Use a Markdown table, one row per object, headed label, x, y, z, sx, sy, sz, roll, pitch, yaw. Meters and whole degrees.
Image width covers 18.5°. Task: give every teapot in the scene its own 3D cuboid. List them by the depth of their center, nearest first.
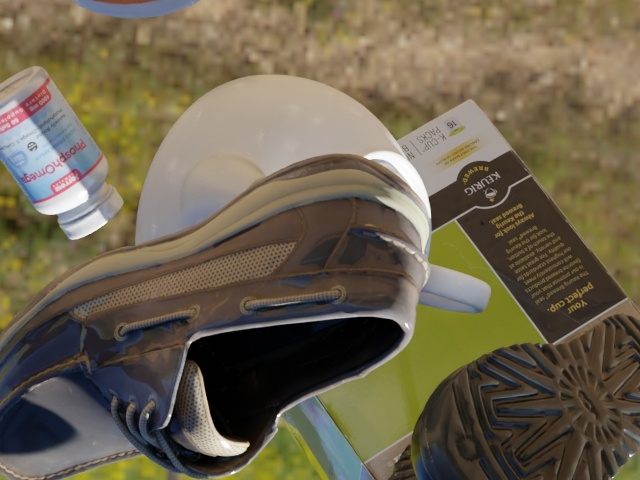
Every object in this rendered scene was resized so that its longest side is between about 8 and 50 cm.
| label | x | y | z | sx | sy | sz | roll | pitch | yaw |
| --- | --- | --- | --- | --- | --- | --- | --- | --- | --- |
| teapot | 0.000 | 0.000 | 1.481 | 0.187 | 0.252 | 0.256 | 13 | -143 | 35 |

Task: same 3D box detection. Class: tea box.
| label | x | y | z | sx | sy | sz | roll | pitch | yaw |
| --- | --- | --- | --- | --- | --- | --- | --- | --- | --- |
| tea box | 0.108 | 0.091 | 2.047 | 0.329 | 0.323 | 0.220 | -30 | 158 | -14 |

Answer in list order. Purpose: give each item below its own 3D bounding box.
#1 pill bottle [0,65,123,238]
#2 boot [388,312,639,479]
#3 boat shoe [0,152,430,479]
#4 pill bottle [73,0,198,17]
| label | x | y | z | sx | sy | sz | roll | pitch | yaw |
| --- | --- | --- | --- | --- | --- | --- | --- | --- | --- |
| pill bottle | -0.263 | -0.083 | 1.914 | 0.087 | 0.087 | 0.160 | -12 | 118 | 47 |
| boot | 0.124 | 0.190 | 1.583 | 0.260 | 0.131 | 0.348 | -37 | 165 | 34 |
| boat shoe | -0.087 | 0.075 | 1.233 | 0.355 | 0.130 | 0.132 | -32 | 130 | 27 |
| pill bottle | -0.213 | -0.431 | 1.961 | 0.224 | 0.224 | 0.392 | 1 | 142 | 13 |
